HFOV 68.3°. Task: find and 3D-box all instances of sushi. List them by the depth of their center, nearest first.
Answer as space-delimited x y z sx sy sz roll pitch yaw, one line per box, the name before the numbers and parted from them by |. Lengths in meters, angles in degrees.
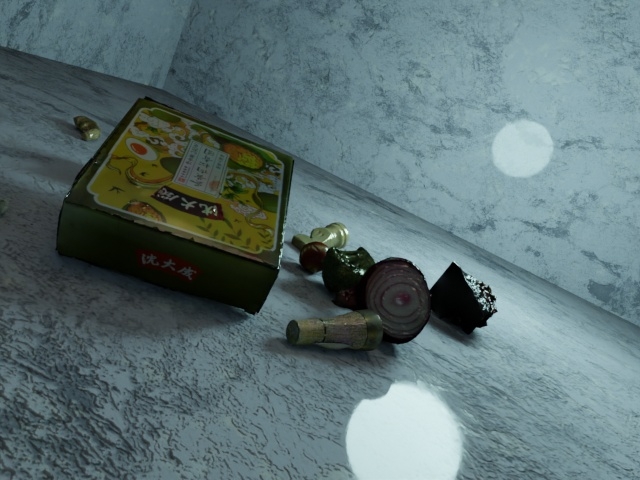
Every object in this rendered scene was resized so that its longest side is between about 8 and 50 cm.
sushi | 0.438 0.181 1.399 0.151 0.153 0.172 13 28 -50

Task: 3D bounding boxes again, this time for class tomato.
tomato | -0.016 0.047 1.262 0.087 0.087 0.075 22 42 -12

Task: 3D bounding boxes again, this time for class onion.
onion | 0.133 0.137 1.065 0.218 0.195 0.140 -3 -9 -1

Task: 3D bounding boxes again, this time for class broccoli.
broccoli | 0.075 0.085 1.186 0.162 0.138 0.146 52 -1 12

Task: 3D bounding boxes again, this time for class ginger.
ginger | -0.765 -0.370 1.557 0.070 0.051 0.173 7 21 -41

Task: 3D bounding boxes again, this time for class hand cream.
hand cream | 0.025 0.173 0.910 0.203 0.083 0.084 7 22 -36

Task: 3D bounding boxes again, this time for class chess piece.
chess piece | 0.000 0.000 1.473 0.090 0.090 0.201 33 28 28

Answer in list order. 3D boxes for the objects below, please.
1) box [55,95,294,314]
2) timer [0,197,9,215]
box | -0.257 -0.089 0.963 0.373 0.138 0.420 21 37 -15
timer | -0.640 -0.104 0.728 0.175 0.175 0.266 27 -3 9
